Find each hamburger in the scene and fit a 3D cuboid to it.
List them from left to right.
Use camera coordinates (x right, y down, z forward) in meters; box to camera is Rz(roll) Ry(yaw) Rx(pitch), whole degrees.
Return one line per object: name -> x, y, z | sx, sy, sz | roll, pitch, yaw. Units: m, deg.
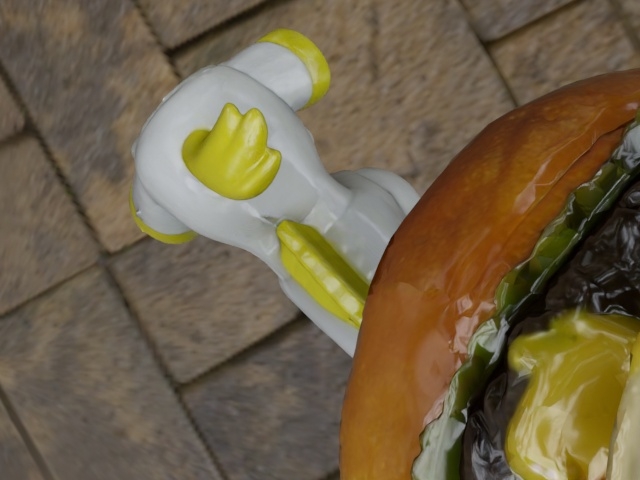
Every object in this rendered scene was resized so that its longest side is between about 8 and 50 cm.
hamburger -> 0.158, 0.075, 0.581 | 0.291, 0.225, 0.291 | -8, 103, -35

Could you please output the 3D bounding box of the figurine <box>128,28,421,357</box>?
figurine -> 0.001, 0.000, 0.758 | 0.109, 0.129, 0.178 | -44, 108, 4
